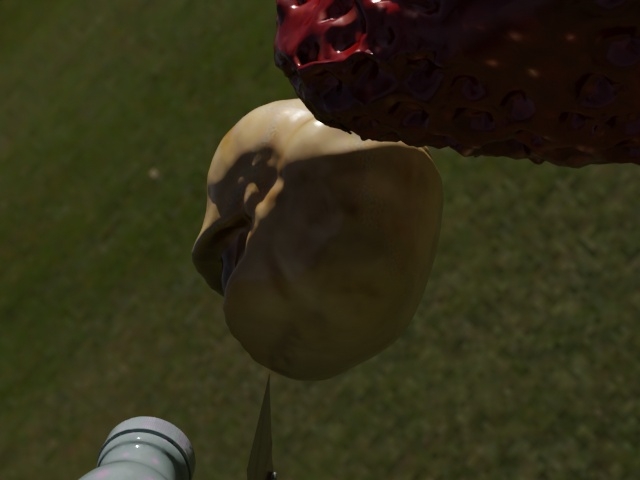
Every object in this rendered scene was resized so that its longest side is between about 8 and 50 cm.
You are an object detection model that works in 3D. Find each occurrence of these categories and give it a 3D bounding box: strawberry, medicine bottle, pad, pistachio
[{"bbox_3d":[0.140,-0.176,1.490,0.345,0.295,0.317,-22,66,16],"label":"strawberry"},{"bbox_3d":[-0.134,0.196,1.298,0.090,0.090,0.216,-42,12,22],"label":"medicine bottle"},{"bbox_3d":[-0.057,0.228,1.940,0.187,0.006,0.113,90,-169,-51],"label":"pad"},{"bbox_3d":[0.000,0.000,1.851,0.238,0.229,0.321,-15,-33,-14],"label":"pistachio"}]
